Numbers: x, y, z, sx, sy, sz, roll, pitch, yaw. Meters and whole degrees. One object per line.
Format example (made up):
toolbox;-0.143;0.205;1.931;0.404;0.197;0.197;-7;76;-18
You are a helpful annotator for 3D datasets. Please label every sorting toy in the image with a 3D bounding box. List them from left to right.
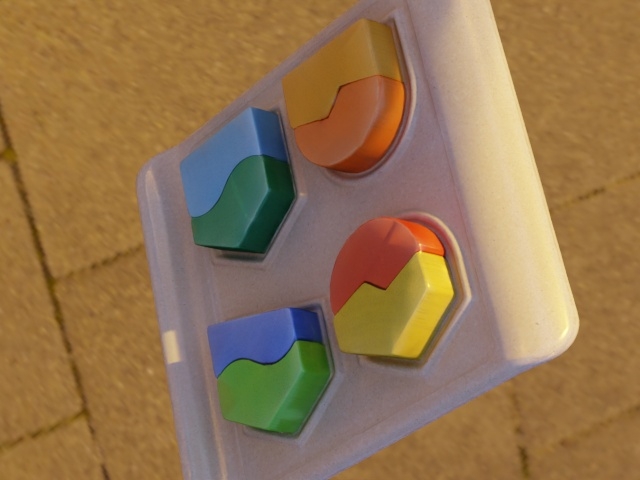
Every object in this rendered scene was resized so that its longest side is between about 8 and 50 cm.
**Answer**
sorting toy;0.000;0.000;0.755;0.208;0.193;0.038;-31;148;34
